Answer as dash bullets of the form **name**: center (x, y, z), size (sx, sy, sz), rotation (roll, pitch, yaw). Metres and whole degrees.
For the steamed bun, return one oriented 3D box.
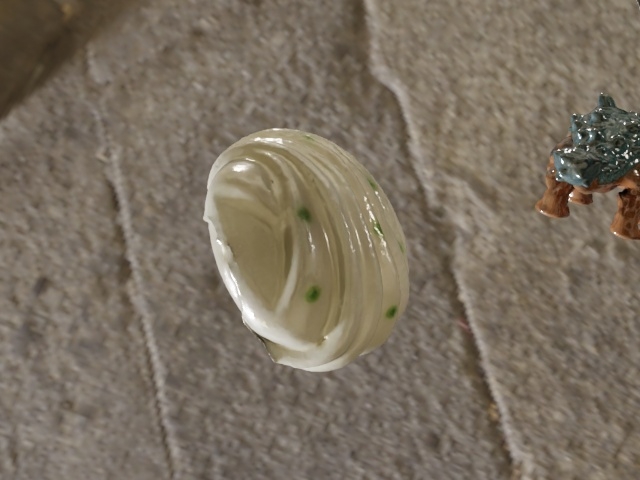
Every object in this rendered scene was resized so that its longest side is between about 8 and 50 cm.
- **steamed bun**: center (0.000, 0.000, 1.129), size (0.106, 0.183, 0.182), rotation (-26, 59, 24)

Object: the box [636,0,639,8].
- **box**: center (0.290, -0.318, 1.265), size (0.145, 0.173, 0.332), rotation (-19, 54, 15)

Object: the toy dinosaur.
- **toy dinosaur**: center (0.121, -0.032, 0.657), size (0.049, 0.154, 0.055), rotation (21, 102, 17)
